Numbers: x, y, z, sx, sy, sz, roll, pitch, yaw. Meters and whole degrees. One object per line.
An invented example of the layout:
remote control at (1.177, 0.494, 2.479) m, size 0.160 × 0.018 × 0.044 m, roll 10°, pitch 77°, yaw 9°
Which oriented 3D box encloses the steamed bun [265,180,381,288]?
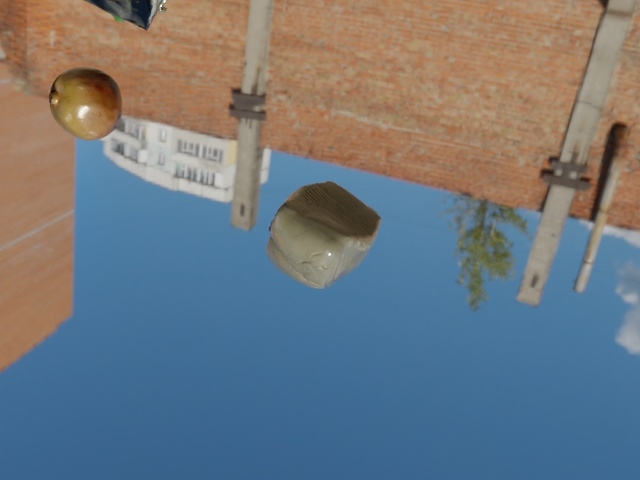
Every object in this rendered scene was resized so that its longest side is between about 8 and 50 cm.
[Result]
steamed bun at (-0.003, 0.004, 1.931) m, size 0.247 × 0.236 × 0.383 m, roll 35°, pitch -158°, yaw 8°

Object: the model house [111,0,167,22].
model house at (-0.545, -0.811, 2.109) m, size 0.357 × 0.242 × 0.313 m, roll 47°, pitch -164°, yaw 4°

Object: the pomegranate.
pomegranate at (-0.609, -0.356, 1.893) m, size 0.191 × 0.191 × 0.191 m, roll 7°, pitch -158°, yaw -3°

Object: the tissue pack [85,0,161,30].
tissue pack at (-0.478, -0.587, 1.485) m, size 0.333 × 0.245 × 0.123 m, roll 24°, pitch -123°, yaw -6°
